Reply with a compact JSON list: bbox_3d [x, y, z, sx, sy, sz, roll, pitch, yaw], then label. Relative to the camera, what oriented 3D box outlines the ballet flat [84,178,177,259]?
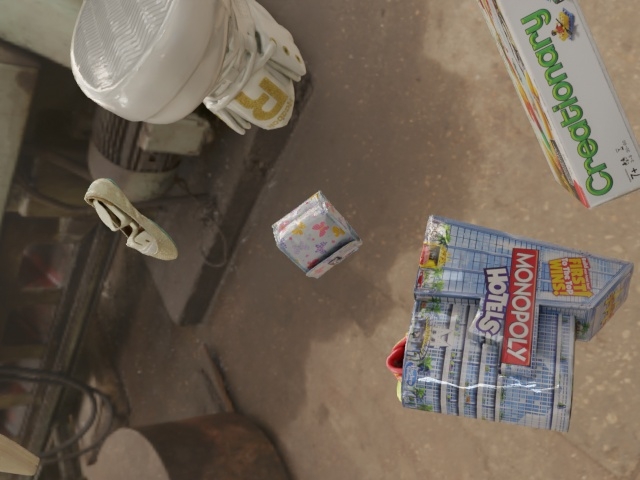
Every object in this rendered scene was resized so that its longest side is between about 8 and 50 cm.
[{"bbox_3d":[-0.289,-0.019,1.006,0.057,0.168,0.052,-28,23,38],"label":"ballet flat"}]

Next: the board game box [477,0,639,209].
[{"bbox_3d":[0.174,-0.186,0.559,0.053,0.193,0.305,-24,95,16],"label":"board game box"}]

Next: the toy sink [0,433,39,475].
[{"bbox_3d":[-0.373,0.212,0.527,0.153,0.234,0.131,108,171,-63],"label":"toy sink"}]

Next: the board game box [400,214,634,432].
[{"bbox_3d":[0.184,0.070,0.618,0.194,0.060,0.194,3,51,19],"label":"board game box"}]

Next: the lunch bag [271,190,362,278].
[{"bbox_3d":[0.000,0.000,0.731,0.071,0.083,0.053,-34,39,11],"label":"lunch bag"}]

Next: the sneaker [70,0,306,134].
[{"bbox_3d":[-0.064,-0.127,0.439,0.108,0.169,0.293,-40,36,15],"label":"sneaker"}]

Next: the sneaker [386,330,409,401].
[{"bbox_3d":[0.135,0.181,0.974,0.209,0.094,0.082,103,155,-48],"label":"sneaker"}]
